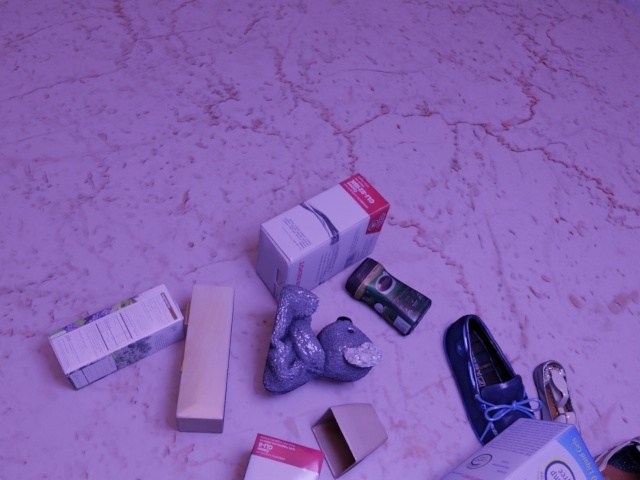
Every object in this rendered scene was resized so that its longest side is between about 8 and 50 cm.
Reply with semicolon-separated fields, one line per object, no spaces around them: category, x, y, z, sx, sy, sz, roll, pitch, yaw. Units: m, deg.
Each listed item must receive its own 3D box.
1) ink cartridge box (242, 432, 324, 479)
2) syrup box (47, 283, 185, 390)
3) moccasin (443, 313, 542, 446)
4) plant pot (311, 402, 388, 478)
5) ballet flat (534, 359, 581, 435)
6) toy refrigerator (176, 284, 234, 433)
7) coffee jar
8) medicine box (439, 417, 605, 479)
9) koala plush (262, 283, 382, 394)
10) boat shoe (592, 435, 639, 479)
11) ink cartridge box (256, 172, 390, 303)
ink cartridge box;-0.080;0.453;0.997;0.127;0.128;0.176;16;56;1
syrup box;-0.395;0.189;1.135;0.237;0.093;0.096;-26;65;-24
moccasin;0.352;0.312;1.171;0.137;0.117;0.342;-19;63;-20
plant pot;0.062;0.371;1.095;0.096;0.109;0.109;-12;59;-31
ballet flat;0.502;0.354;1.200;0.072;0.068;0.213;1;58;-9
toy refrigerator;-0.227;0.231;1.133;0.094;0.102;0.269;5;57;-7
coffee jar;0.149;0.122;1.282;0.184;0.079;0.096;37;61;13
medicine box;0.354;0.498;0.980;0.289;0.149;0.263;-27;87;-23
koala plush;0.009;0.221;1.141;0.221;0.196;0.203;12;68;-2
boat shoe;0.638;0.452;1.138;0.302;0.103;0.113;-14;61;-18
ink cartridge box;0.000;0.000;1.264;0.273;0.197;0.114;-30;65;-26
